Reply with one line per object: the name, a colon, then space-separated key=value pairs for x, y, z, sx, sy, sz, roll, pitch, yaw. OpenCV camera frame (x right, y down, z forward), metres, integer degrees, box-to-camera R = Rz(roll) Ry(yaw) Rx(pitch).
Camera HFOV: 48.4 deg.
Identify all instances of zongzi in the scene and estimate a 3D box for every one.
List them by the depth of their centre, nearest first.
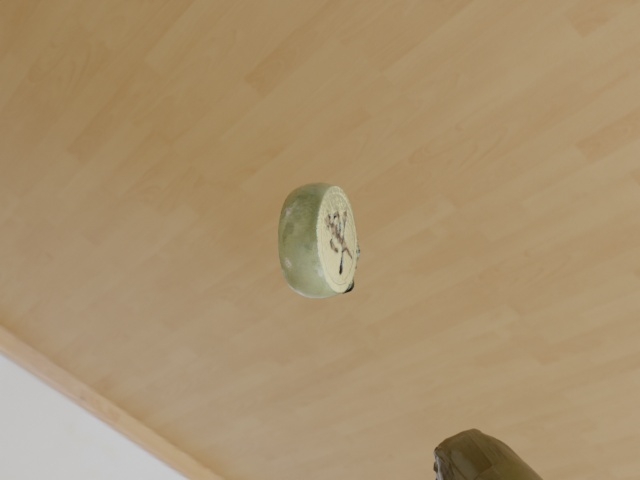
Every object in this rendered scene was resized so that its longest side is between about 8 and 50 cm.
zongzi: x=0.274 y=0.437 z=0.981 sx=0.145 sy=0.274 sz=0.300 roll=-25 pitch=121 yaw=-12

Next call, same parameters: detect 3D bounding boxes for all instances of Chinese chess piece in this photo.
Chinese chess piece: x=0.000 y=0.000 z=0.508 sx=0.034 sy=0.084 sz=0.084 roll=-2 pitch=130 yaw=23
